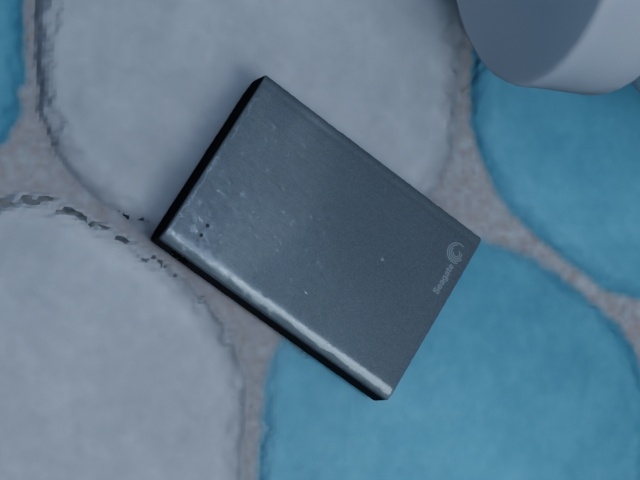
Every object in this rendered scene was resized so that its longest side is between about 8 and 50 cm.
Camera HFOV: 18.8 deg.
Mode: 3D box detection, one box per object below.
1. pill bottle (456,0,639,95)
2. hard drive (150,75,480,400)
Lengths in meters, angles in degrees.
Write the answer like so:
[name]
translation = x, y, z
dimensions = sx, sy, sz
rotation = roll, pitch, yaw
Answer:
[pill bottle]
translation = 0.261, -0.152, 0.933
dimensions = 0.362, 0.210, 0.210
rotation = 2, 84, -22
[hard drive]
translation = 0.000, 0.000, 0.910
dimensions = 0.135, 0.022, 0.094
rotation = 36, 72, -15
